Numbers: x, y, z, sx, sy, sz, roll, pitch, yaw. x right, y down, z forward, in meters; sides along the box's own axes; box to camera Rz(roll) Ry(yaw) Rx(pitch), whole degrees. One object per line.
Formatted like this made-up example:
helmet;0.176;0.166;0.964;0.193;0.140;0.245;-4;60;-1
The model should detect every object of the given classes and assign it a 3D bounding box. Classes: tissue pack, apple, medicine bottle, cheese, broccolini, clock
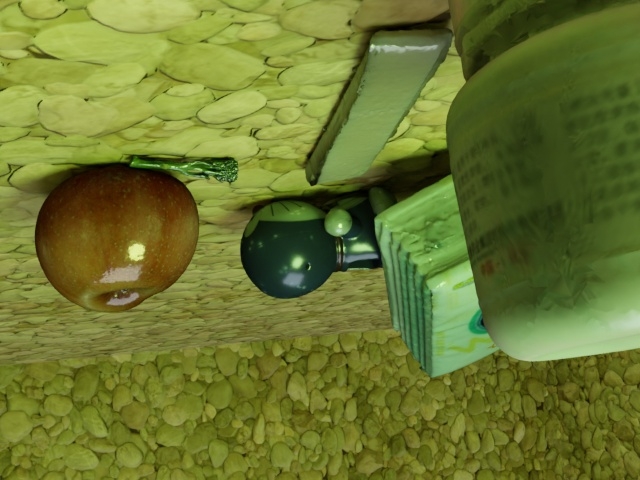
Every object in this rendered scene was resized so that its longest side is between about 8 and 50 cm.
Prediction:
tissue pack;0.241;0.033;1.287;0.287;0.162;0.388;-27;154;-6
apple;-0.248;0.002;1.094;0.201;0.162;0.201;-7;168;-1
medicine bottle;0.214;-0.090;0.629;0.256;0.324;0.256;-10;168;-2
cheese;0.052;-0.136;0.992;0.085;0.034;0.400;-11;169;-12
broccolini;-0.165;-0.090;1.074;0.140;0.030;0.035;3;-161;-29
clock;0.000;0.000;1.331;0.244;0.146;0.199;-14;171;-12
